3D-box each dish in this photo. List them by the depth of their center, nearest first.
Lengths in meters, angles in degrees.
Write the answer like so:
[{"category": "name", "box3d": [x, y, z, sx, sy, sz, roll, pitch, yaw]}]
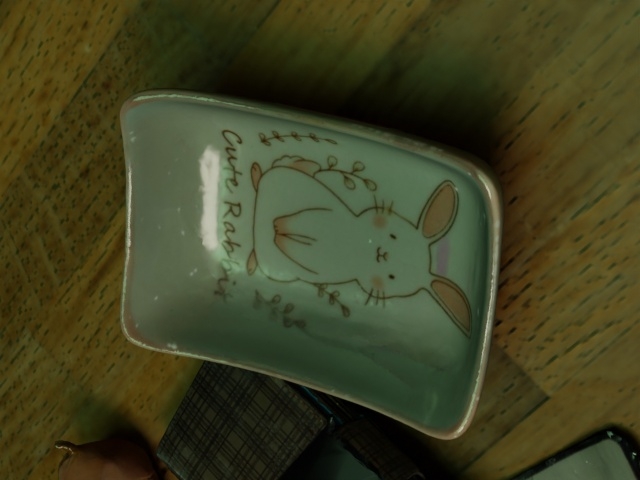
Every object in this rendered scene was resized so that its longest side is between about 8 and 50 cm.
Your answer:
[{"category": "dish", "box3d": [0.000, 0.000, 0.760, 0.212, 0.077, 0.151, 14, 115, 23]}]

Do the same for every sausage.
[{"category": "sausage", "box3d": [-0.121, 0.195, 0.918, 0.065, 0.065, 0.169, -6, 108, 30]}]

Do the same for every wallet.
[{"category": "wallet", "box3d": [0.007, 0.158, 0.825, 0.230, 0.042, 0.124, 43, 125, 22]}]

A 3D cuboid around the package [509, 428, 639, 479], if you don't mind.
[{"category": "package", "box3d": [0.111, 0.213, 0.813, 0.239, 0.030, 0.154, -32, 86, 35]}]
